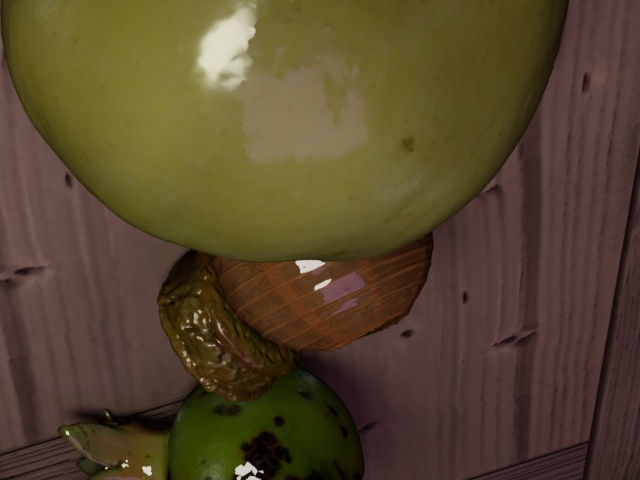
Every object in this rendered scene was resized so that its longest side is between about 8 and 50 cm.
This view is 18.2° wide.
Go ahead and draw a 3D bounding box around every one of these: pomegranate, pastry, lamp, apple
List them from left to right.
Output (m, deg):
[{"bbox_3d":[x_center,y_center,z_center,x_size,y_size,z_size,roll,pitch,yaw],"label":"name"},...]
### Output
[{"bbox_3d":[-0.071,0.164,1.347,0.220,0.156,0.156,-8,144,-14],"label":"pomegranate"},{"bbox_3d":[-0.055,0.049,1.240,0.057,0.097,0.109,-38,155,29],"label":"pastry"},{"bbox_3d":[-0.014,-0.116,0.910,0.262,0.262,0.262,-15,145,-11],"label":"apple"},{"bbox_3d":[0.000,0.000,1.175,0.136,0.136,0.136,-15,145,-11],"label":"lamp"}]
